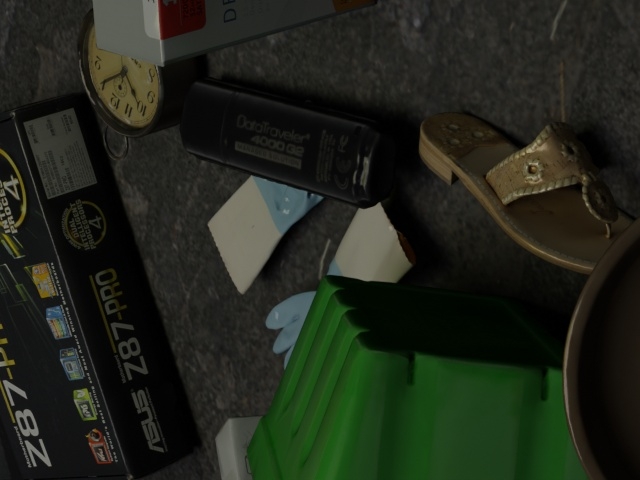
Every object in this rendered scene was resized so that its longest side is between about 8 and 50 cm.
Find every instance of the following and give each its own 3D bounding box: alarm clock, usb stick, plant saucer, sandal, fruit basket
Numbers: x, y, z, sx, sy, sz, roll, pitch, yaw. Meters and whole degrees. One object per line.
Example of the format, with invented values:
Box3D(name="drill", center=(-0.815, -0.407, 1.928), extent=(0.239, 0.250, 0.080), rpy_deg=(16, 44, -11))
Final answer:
Box3D(name="alarm clock", center=(-0.175, -0.152, 1.838), extent=(0.129, 0.064, 0.192), rpy_deg=(47, 134, 25))
Box3D(name="usb stick", center=(-0.033, -0.088, 1.691), extent=(0.278, 0.045, 0.077), rpy_deg=(19, 102, 50))
Box3D(name="plant saucer", center=(0.297, 0.087, 1.288), extent=(0.041, 0.278, 0.278), rpy_deg=(-85, -21, -83))
Box3D(name="sandal", center=(0.161, -0.059, 1.471), extent=(0.240, 0.088, 0.079), rpy_deg=(37, 137, 40))
Box3D(name="fruit basket", center=(0.052, 0.232, 1.468), extent=(0.392, 0.283, 0.392), rpy_deg=(-173, 90, -83))

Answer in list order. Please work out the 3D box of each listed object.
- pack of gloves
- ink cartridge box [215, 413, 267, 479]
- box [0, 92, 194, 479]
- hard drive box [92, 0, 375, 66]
Box3D(name="pack of gloves", center=(0.000, 0.000, 1.738), extent=(0.232, 0.046, 0.195), rpy_deg=(-50, 57, 45))
Box3D(name="ink cartridge box", center=(0.018, 0.307, 1.654), extent=(0.065, 0.165, 0.333), rpy_deg=(123, 141, -59))
Box3D(name="box", center=(-0.307, 0.064, 2.065), extent=(0.318, 0.097, 0.395), rpy_deg=(-10, 99, 54))
Box3D(name="hard drive box", center=(-0.069, -0.254, 1.535), extent=(0.089, 0.232, 0.181), rpy_deg=(20, 122, 43))
